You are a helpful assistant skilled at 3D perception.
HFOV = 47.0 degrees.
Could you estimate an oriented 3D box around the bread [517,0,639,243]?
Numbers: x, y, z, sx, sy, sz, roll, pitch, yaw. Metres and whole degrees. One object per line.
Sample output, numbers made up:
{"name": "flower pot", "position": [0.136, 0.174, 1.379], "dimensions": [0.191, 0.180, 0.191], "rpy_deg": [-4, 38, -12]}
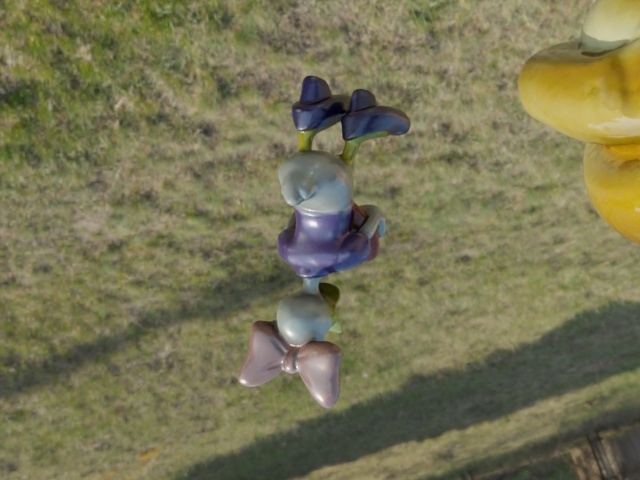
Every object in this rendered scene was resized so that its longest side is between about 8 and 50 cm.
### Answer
{"name": "bread", "position": [0.385, -0.172, 0.616], "dimensions": [0.329, 0.245, 0.424], "rpy_deg": [-35, -179, -33]}

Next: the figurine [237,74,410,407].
{"name": "figurine", "position": [0.002, -0.005, 0.981], "dimensions": [0.154, 0.421, 0.193], "rpy_deg": [9, -174, 22]}
